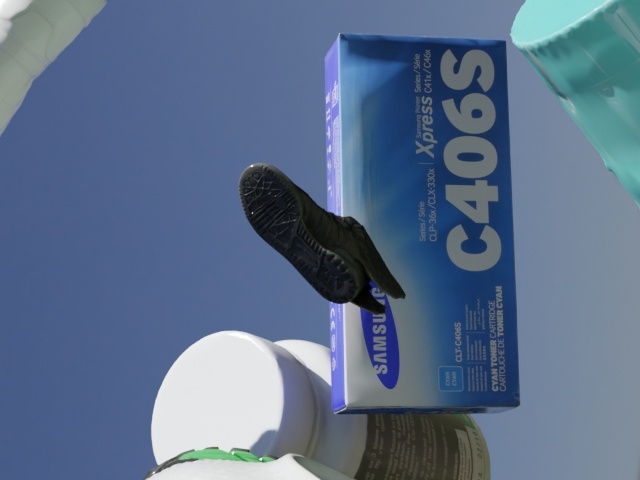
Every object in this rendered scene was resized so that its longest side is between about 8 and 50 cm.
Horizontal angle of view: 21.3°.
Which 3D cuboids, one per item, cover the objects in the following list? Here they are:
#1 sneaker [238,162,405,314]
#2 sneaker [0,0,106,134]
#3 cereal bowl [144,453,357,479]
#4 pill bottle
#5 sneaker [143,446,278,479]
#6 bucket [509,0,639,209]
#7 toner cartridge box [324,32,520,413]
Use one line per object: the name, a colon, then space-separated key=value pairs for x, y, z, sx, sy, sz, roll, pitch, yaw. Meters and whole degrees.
sneaker: x=0.002 y=-0.002 z=1.449 sx=0.170 sy=0.051 sz=0.089 roll=50 pitch=-157 yaw=1
sneaker: x=-0.281 y=-0.145 z=1.301 sx=0.169 sy=0.108 sz=0.292 roll=-54 pitch=23 yaw=-10
cereal bowl: x=0.014 y=0.245 z=1.167 sx=0.141 sy=0.339 sz=0.339 roll=-62 pitch=-16 yaw=-1
pill bottle: x=0.005 y=0.221 z=1.783 sx=0.361 sy=0.204 sz=0.204 roll=26 pitch=-113 yaw=-49
sneaker: x=-0.017 y=0.306 z=1.381 sx=0.134 sy=0.343 sz=0.146 roll=-51 pitch=-6 yaw=33
bucket: x=0.274 y=-0.145 z=1.109 sx=0.183 sy=0.281 sz=0.281 roll=47 pitch=-149 yaw=-13
toner cartridge box: x=0.092 y=-0.015 z=1.577 sx=0.075 sy=0.165 sz=0.347 roll=132 pitch=138 yaw=-76
